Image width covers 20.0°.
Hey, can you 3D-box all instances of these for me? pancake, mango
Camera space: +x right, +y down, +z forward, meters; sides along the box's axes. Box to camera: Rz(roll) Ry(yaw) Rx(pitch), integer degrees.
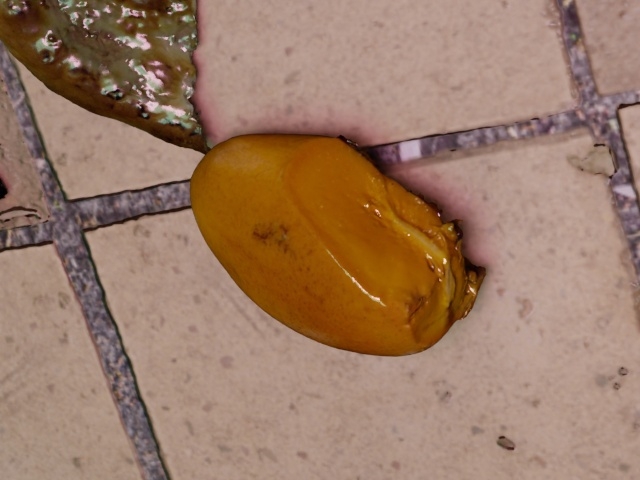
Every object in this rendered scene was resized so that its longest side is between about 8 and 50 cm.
[{"bbox_3d":[-0.186,-0.216,1.420,0.197,0.054,0.376,-33,114,14],"label":"pancake"},{"bbox_3d":[0.000,0.000,1.431,0.252,0.126,0.154,28,140,20],"label":"mango"}]

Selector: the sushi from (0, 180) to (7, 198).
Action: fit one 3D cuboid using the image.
[{"bbox_3d":[-0.449,-0.049,1.550,0.215,0.212,0.227,-32,98,30],"label":"sushi"}]
